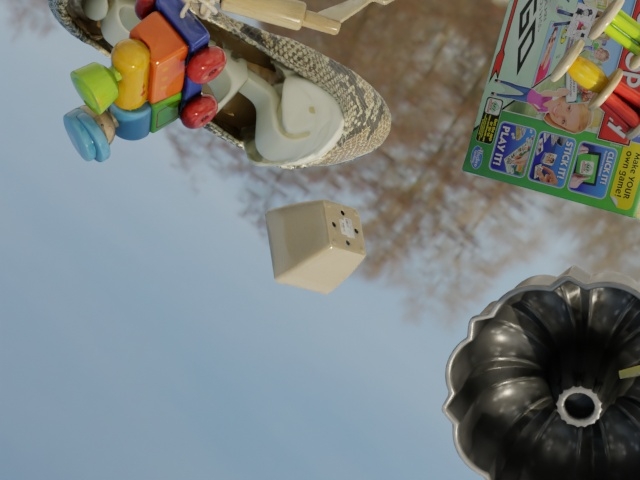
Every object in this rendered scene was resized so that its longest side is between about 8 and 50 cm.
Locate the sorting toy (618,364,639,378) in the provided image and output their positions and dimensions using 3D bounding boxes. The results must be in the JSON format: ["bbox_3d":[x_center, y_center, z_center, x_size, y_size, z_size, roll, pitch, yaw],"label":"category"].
[{"bbox_3d":[0.420,0.113,1.249,0.132,0.274,0.046,4,-108,-50],"label":"sorting toy"}]

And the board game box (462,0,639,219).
[{"bbox_3d":[0.308,-0.205,1.542,0.213,0.317,0.046,17,-175,26],"label":"board game box"}]

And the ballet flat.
[{"bbox_3d":[-0.115,-0.187,1.591,0.482,0.164,0.182,29,-153,-24],"label":"ballet flat"}]

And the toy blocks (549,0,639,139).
[{"bbox_3d":[0.321,-0.159,1.331,0.148,0.123,0.054,36,-131,-4],"label":"toy blocks"}]

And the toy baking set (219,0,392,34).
[{"bbox_3d":[-0.036,-0.281,1.404,0.256,0.030,0.197,16,-141,-5],"label":"toy baking set"}]

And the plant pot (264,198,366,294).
[{"bbox_3d":[0.000,0.000,1.848,0.109,0.096,0.109,16,-124,-44],"label":"plant pot"}]

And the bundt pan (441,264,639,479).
[{"bbox_3d":[0.319,0.177,1.629,0.330,0.331,0.124,35,-156,1],"label":"bundt pan"}]

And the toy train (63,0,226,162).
[{"bbox_3d":[-0.171,-0.172,1.254,0.105,0.143,0.248,49,157,14],"label":"toy train"}]
